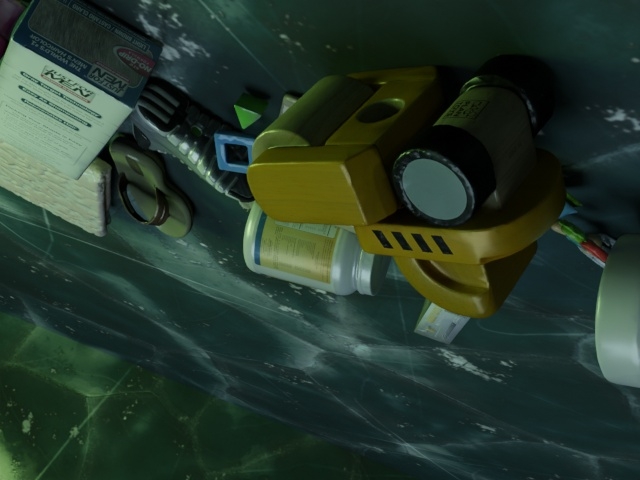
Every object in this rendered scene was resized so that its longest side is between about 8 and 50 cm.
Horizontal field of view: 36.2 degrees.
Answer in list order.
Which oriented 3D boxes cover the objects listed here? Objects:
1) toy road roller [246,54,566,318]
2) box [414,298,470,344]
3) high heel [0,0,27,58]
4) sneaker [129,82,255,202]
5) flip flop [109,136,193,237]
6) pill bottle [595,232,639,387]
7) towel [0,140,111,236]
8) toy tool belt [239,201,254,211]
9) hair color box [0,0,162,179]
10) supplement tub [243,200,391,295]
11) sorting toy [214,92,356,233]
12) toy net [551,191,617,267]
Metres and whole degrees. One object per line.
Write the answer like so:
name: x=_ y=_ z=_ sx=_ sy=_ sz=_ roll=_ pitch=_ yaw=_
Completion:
toy road roller: x=0.107 y=-0.050 z=1.084 sx=0.329 sy=0.202 sz=0.240 roll=6 pitch=129 yaw=38
box: x=0.193 y=0.017 z=1.280 sx=0.056 sy=0.183 sz=0.231 roll=21 pitch=159 yaw=3
high heel: x=-0.506 y=-0.315 z=1.243 sx=0.244 sy=0.117 sz=0.082 roll=31 pitch=-176 yaw=-33
sneaker: x=-0.190 y=-0.138 z=1.434 sx=0.228 sy=0.086 sz=0.132 roll=43 pitch=157 yaw=-21
flip flop: x=-0.296 y=-0.075 z=1.660 sx=0.112 sy=0.080 sz=0.277 roll=16 pitch=157 yaw=14
pill bottle: x=0.530 y=0.100 z=1.100 sx=0.392 sy=0.224 sz=0.224 roll=6 pitch=153 yaw=34
towel: x=-0.519 y=-0.142 z=1.731 sx=0.332 sy=0.053 sz=0.317 roll=27 pitch=159 yaw=-1
toy tool belt: x=-0.101 y=-0.065 z=1.559 sx=0.083 sy=0.052 sz=0.051 roll=40 pitch=-177 yaw=-31
hair color box: x=-0.361 y=-0.210 z=1.375 sx=0.174 sy=0.105 sz=0.347 roll=29 pitch=158 yaw=-18
supplement tub: x=0.000 y=0.000 z=1.467 sx=0.199 sy=0.144 sz=0.144 roll=14 pitch=157 yaw=15
sorting toy: x=0.016 y=-0.086 z=1.308 sx=0.347 sy=0.047 sz=0.196 roll=20 pitch=134 yaw=4
toy net: x=0.342 y=-0.006 z=1.231 sx=0.232 sy=0.045 sz=0.122 roll=30 pitch=-172 yaw=-44
